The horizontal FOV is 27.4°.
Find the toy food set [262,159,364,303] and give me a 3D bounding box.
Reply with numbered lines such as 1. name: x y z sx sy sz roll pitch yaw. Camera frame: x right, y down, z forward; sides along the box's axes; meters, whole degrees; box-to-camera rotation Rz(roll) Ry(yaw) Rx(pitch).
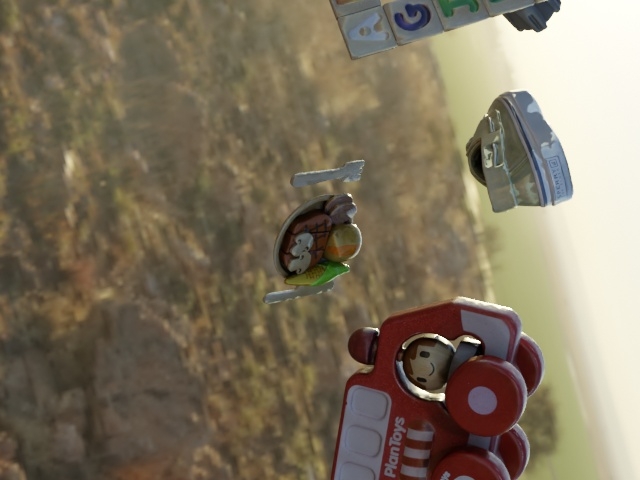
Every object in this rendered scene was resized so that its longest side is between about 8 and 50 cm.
1. toy food set: 0.000 0.000 1.626 0.038 0.132 0.192 39 -52 38

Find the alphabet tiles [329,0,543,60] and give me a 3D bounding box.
1. alphabet tiles: 0.083 -0.278 1.113 0.009 0.198 0.237 81 -10 -67

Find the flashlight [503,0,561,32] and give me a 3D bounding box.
1. flashlight: 0.191 -0.362 1.585 0.103 0.103 0.304 26 -11 49

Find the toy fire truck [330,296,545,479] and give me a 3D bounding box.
1. toy fire truck: 0.146 0.219 1.722 0.169 0.254 0.302 -33 132 -67

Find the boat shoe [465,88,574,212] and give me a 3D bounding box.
1. boat shoe: 0.214 -0.106 1.516 0.302 0.094 0.109 -95 172 -75
